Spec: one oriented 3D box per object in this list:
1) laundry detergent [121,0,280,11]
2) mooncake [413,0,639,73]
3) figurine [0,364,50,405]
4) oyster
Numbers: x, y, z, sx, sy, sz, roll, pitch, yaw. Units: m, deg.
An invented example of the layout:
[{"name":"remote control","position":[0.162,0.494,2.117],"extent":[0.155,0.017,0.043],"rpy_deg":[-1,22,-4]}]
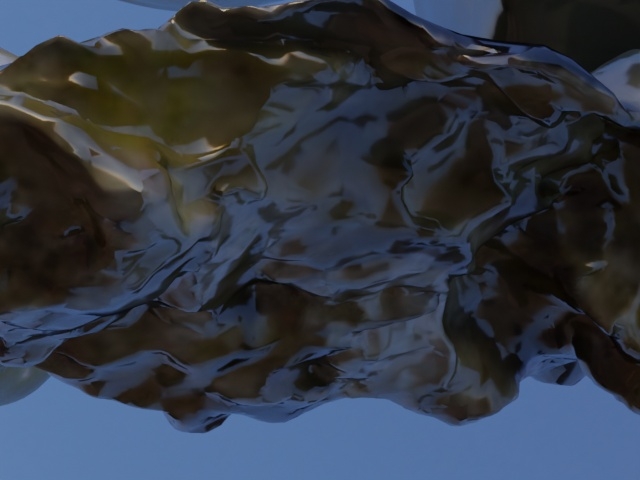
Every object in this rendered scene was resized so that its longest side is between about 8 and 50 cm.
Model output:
[{"name":"laundry detergent","position":[-0.127,-0.233,1.060],"extent":[0.280,0.105,0.215],"rpy_deg":[15,-32,47]},{"name":"mooncake","position":[0.116,-0.176,0.835],"extent":[0.275,0.135,0.275],"rpy_deg":[174,-90,-82]},{"name":"figurine","position":[-0.229,0.054,0.882],"extent":[0.218,0.327,0.169],"rpy_deg":[13,-57,14]},{"name":"oyster","position":[0.000,0.002,0.532],"extent":[0.238,0.351,0.115],"rpy_deg":[-1,-97,39]}]
